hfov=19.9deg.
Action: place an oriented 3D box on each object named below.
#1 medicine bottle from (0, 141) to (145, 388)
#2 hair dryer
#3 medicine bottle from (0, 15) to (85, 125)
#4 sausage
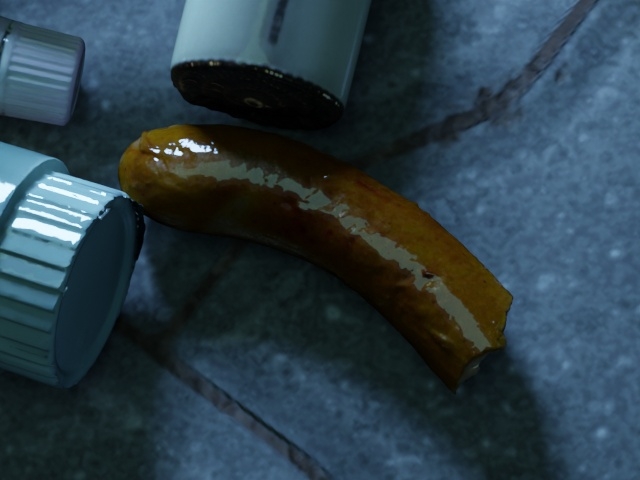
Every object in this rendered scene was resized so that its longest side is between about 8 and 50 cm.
[{"bbox_3d":[-0.294,-0.010,1.251,0.318,0.158,0.158,17,79,12],"label":"medicine bottle"},{"bbox_3d":[-0.138,-0.216,1.271,0.362,0.128,0.203,14,78,-2],"label":"hair dryer"},{"bbox_3d":[-0.272,-0.133,1.304,0.203,0.083,0.083,12,77,-6],"label":"medicine bottle"},{"bbox_3d":[0.002,-0.005,1.251,0.302,0.076,0.103,29,79,14],"label":"sausage"}]
